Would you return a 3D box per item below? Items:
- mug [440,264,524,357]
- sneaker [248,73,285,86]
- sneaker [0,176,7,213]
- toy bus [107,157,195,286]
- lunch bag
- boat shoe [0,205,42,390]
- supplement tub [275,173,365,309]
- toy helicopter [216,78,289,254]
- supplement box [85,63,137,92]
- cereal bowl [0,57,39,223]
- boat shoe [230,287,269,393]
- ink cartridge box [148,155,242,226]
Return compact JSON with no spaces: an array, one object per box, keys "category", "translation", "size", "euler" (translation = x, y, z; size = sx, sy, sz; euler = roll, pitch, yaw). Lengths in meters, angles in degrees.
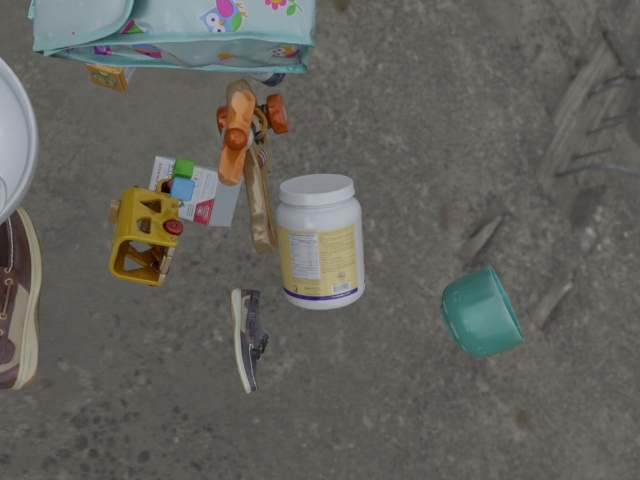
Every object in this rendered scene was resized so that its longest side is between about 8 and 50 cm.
[{"category":"mug","translation":[0.252,0.128,1.168],"size":[0.158,0.097,0.129],"euler":[62,14,-11]},{"category":"sneaker","translation":[-0.152,-0.450,1.689],"size":[0.226,0.086,0.163],"euler":[66,15,3]},{"category":"sneaker","translation":[-0.447,-0.090,0.953],"size":[0.061,0.053,0.152],"euler":[17,45,-62]},{"category":"toy bus","translation":[-0.269,-0.031,1.139],"size":[0.104,0.202,0.191],"euler":[12,83,-19]},{"category":"lunch bag","translation":[-0.137,-0.274,0.693],"size":[0.262,0.160,0.224],"euler":[1,92,-4]},{"category":"boat shoe","translation":[-0.584,0.099,1.351],"size":[0.123,0.123,0.342],"euler":[6,77,-42]},{"category":"supplement tub","translation":[0.000,0.000,2.088],"size":[0.241,0.241,0.332],"euler":[-24,118,-44]},{"category":"toy helicopter","translation":[-0.133,-0.149,1.482],"size":[0.235,0.140,0.355],"euler":[42,38,-79]},{"category":"supplement box","translation":[-0.403,-0.428,1.562],"size":[0.078,0.080,0.234],"euler":[18,65,3]},{"category":"cereal bowl","translation":[-0.582,-0.137,1.086],"size":[0.338,0.141,0.339],"euler":[2,80,-14]},{"category":"boat shoe","translation":[-0.176,0.246,1.900],"size":[0.092,0.103,0.285],"euler":[-8,56,-5]},{"category":"ink cartridge box","translation":[-0.299,-0.117,1.768],"size":[0.127,0.176,0.128],"euler":[-3,108,-70]}]
